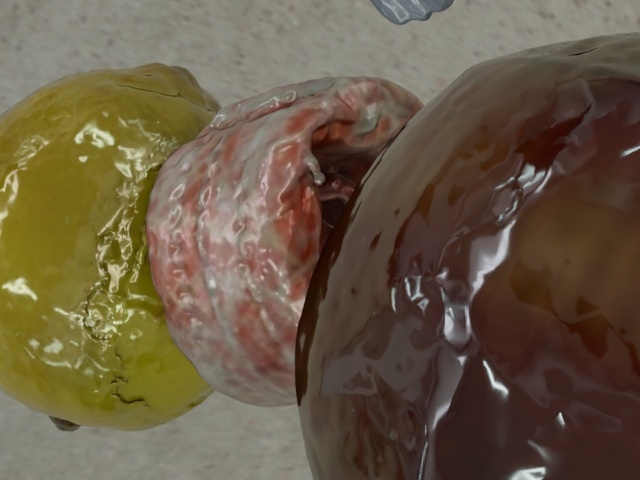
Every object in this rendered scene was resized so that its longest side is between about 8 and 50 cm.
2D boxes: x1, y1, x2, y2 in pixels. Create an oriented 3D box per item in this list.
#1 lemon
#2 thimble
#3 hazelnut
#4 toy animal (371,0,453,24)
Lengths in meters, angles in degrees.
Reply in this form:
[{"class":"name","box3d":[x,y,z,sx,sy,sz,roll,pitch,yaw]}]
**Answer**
[{"class":"lemon","box3d":[-0.172,0.006,1.455,0.297,0.297,0.297,-1,86,18]},{"class":"thimble","box3d":[0.000,0.000,1.318,0.162,0.239,0.239,-7,84,43]},{"class":"hazelnut","box3d":[0.184,0.075,0.992,0.421,0.353,0.420,-5,64,10]},{"class":"toy animal","box3d":[-0.069,-0.270,0.852,0.081,0.206,0.367,-23,83,61]}]
